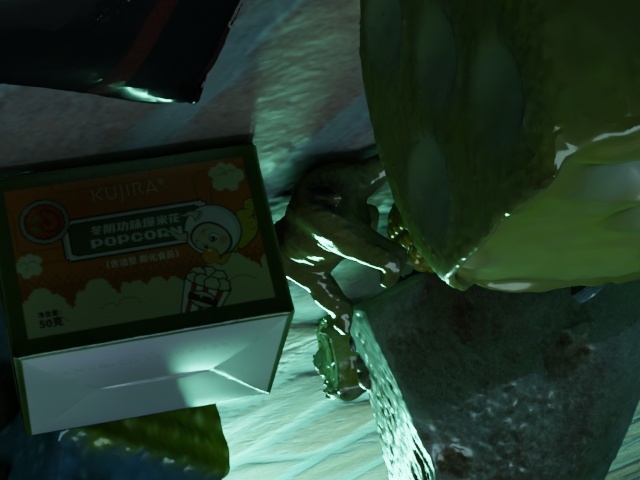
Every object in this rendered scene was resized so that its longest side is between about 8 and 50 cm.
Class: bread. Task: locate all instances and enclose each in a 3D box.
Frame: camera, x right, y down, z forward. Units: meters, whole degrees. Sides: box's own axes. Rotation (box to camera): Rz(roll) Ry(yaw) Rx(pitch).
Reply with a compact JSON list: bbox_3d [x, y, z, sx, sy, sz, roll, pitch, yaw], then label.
[{"bbox_3d":[0.127,0.099,1.499,0.269,0.098,0.087,-9,-162,-10],"label":"bread"}]

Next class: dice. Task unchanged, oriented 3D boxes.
[{"bbox_3d":[0.164,-0.109,0.763,0.238,0.227,0.233,-5,159,-19],"label":"dice"}]

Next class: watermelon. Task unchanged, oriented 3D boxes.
[{"bbox_3d":[0.126,0.111,1.274,0.258,0.387,0.228,24,178,-34],"label":"watermelon"}]

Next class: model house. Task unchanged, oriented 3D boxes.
[{"bbox_3d":[-0.215,0.193,1.255,0.215,0.303,0.237,-6,158,33],"label":"model house"}]

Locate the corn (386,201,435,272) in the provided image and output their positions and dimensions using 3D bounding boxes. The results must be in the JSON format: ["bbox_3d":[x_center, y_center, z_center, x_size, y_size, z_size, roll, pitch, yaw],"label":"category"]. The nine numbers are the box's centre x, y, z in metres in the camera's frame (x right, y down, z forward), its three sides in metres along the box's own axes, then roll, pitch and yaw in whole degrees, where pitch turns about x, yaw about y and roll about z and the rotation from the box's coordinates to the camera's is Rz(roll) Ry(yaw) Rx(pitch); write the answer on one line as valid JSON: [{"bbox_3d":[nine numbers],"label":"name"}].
[{"bbox_3d":[0.144,-0.049,1.124,0.081,0.081,0.248,3,154,-38],"label":"corn"}]

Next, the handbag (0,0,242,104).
[{"bbox_3d":[-0.110,-0.153,0.583,0.215,0.155,0.169,4,140,-37],"label":"handbag"}]

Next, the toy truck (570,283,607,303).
[{"bbox_3d":[0.249,-0.038,1.170,0.191,0.085,0.116,-41,-178,30],"label":"toy truck"}]

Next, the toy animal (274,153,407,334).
[{"bbox_3d":[0.000,0.000,1.174,0.101,0.103,0.219,11,155,-14],"label":"toy animal"}]

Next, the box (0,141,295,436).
[{"bbox_3d":[-0.135,0.035,1.076,0.194,0.148,0.177,-9,156,-11],"label":"box"}]
